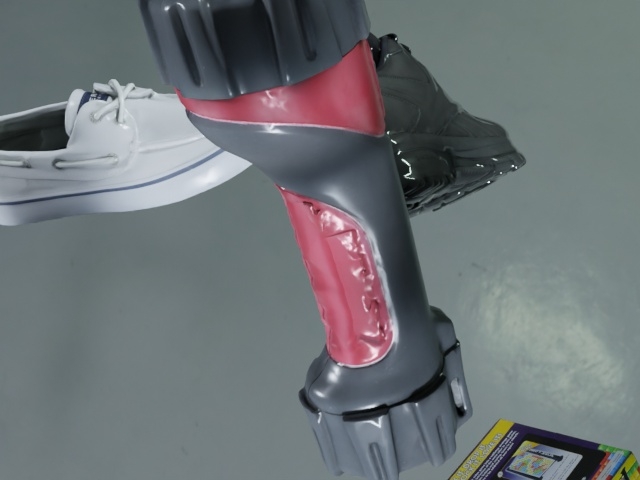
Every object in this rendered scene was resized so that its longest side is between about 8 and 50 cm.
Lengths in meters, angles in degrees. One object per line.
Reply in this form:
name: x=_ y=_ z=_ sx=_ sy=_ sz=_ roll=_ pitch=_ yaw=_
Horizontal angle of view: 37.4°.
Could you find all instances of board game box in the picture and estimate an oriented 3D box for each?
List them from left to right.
board game box: x=0.148 y=0.223 z=0.731 sx=0.170 sy=0.141 sz=0.048 roll=-42 pitch=112 yaw=-25

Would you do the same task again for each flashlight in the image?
flashlight: x=0.000 y=0.000 z=0.493 sx=0.103 sy=0.304 sz=0.103 roll=4 pitch=35 yaw=29

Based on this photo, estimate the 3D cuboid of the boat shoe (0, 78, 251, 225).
boat shoe: x=-0.161 y=-0.075 z=0.711 sx=0.258 sy=0.084 sz=0.095 roll=-14 pitch=39 yaw=14

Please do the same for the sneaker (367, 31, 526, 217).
sneaker: x=0.060 y=-0.083 z=0.662 sx=0.109 sy=0.286 sz=0.130 roll=-26 pitch=84 yaw=23
